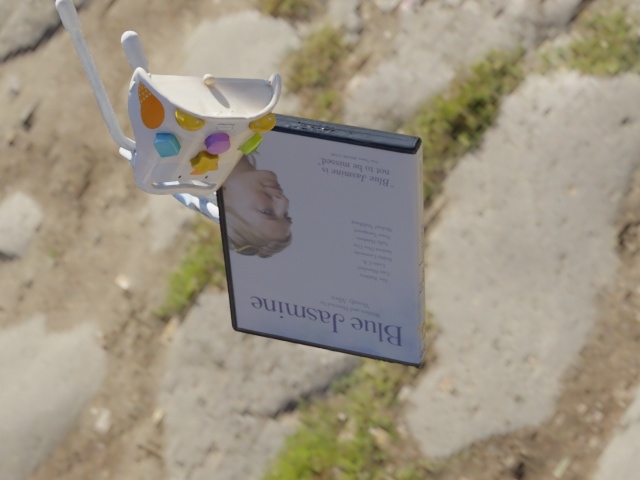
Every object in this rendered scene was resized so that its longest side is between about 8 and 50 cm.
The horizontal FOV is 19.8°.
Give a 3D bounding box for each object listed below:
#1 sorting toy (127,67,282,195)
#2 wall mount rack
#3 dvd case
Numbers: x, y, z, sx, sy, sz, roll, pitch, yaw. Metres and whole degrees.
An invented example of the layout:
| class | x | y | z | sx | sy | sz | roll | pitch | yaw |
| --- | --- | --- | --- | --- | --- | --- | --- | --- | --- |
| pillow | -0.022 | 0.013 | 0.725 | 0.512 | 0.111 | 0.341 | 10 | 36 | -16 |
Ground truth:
| class | x | y | z | sx | sy | sz | roll | pitch | yaw |
| --- | --- | --- | --- | --- | --- | --- | --- | --- | --- |
| sorting toy | -0.065 | -0.052 | 0.985 | 0.075 | 0.083 | 0.045 | -62 | 39 | 43 |
| wall mount rack | -0.130 | -0.107 | 1.836 | 0.130 | 0.304 | 0.350 | -63 | 30 | 2 |
| dvd case | 0.000 | 0.000 | 1.559 | 0.180 | 0.253 | 0.022 | 10 | 45 | 15 |
